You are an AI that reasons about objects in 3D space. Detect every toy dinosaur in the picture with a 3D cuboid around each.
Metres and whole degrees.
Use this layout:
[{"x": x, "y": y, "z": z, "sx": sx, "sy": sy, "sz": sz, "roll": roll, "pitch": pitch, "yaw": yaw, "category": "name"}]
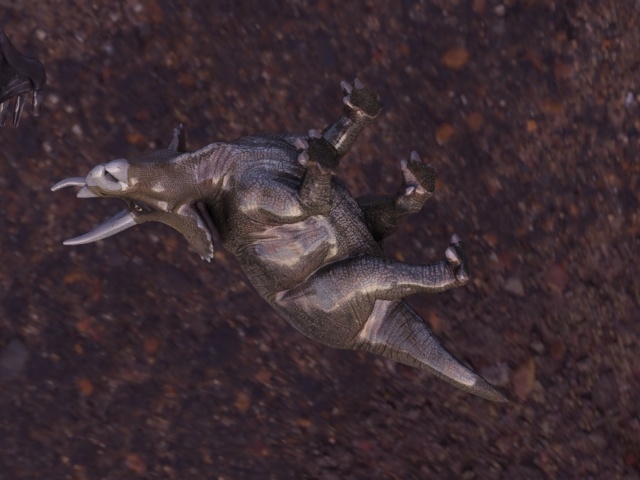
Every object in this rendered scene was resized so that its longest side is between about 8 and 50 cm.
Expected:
[{"x": 0.000, "y": 0.000, "z": 0.888, "sx": 0.160, "sy": 0.313, "sz": 0.121, "roll": -34, "pitch": 28, "yaw": 39, "category": "toy dinosaur"}]

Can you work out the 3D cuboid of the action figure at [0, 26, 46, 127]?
[{"x": -0.243, "y": -0.011, "z": 0.698, "sx": 0.164, "sy": 0.141, "sz": 0.276, "roll": 9, "pitch": 40, "yaw": 15, "category": "action figure"}]
